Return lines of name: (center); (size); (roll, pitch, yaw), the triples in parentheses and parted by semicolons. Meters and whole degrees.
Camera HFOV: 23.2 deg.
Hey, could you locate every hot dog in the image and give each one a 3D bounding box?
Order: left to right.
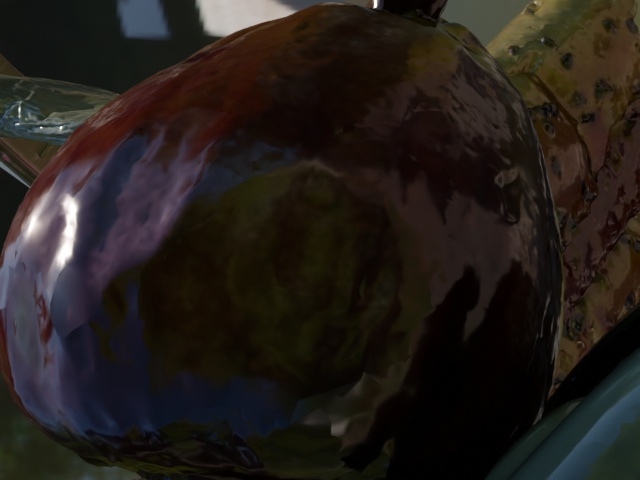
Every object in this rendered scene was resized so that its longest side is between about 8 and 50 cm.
hot dog: (0.159, 0.006, 1.360); (0.196, 0.365, 0.367); (20, 134, 36)

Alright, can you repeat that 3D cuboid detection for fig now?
fig: (-0.004, 0.012, 0.655); (0.224, 0.263, 0.224); (27, 135, 30)

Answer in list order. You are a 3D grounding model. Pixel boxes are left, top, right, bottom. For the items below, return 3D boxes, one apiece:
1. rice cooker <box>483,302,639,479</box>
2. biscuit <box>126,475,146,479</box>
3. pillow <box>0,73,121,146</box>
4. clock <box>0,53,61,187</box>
rice cooker: (0.213, 0.168, 0.615); (0.325, 0.335, 0.335); (46, 131, 23)
biscuit: (-0.076, 0.361, 1.254); (0.366, 0.115, 0.268); (64, -176, 7)
pillow: (-0.174, -0.092, 1.203); (0.230, 0.148, 0.050); (17, 110, 33)
clock: (-0.312, -0.134, 1.401); (0.147, 0.192, 0.071); (31, 79, 39)
